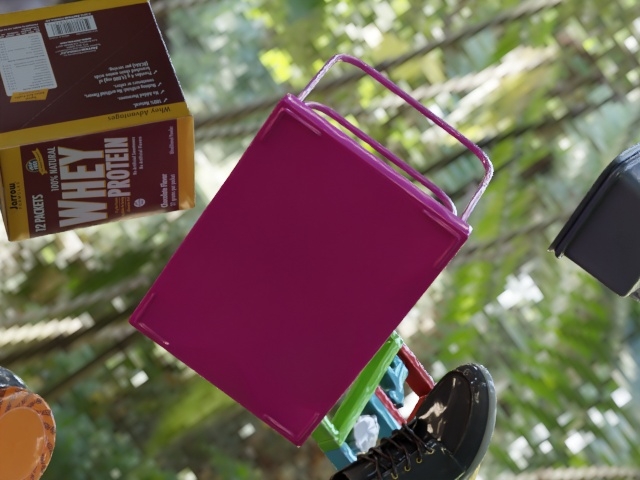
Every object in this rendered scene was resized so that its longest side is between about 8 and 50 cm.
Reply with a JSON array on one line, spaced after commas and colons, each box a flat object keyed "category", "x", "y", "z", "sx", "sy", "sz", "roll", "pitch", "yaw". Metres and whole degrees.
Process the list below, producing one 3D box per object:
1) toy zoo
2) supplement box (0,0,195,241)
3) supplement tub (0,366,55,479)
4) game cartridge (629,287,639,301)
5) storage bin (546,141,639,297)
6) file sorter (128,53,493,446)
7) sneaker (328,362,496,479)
[{"category": "toy zoo", "x": 0.097, "y": 0.240, "z": 2.221, "sx": 0.030, "sy": 0.192, "sz": 0.293, "roll": -20, "pitch": -65, "yaw": 41}, {"category": "supplement box", "x": -0.239, "y": -0.125, "z": 1.860, "sx": 0.129, "sy": 0.191, "sz": 0.194, "roll": 93, "pitch": -19, "yaw": -47}, {"category": "supplement tub", "x": -0.322, "y": 0.151, "z": 1.590, "sx": 0.190, "sy": 0.117, "sz": 0.117, "roll": 12, "pitch": -34, "yaw": 39}, {"category": "game cartridge", "x": 0.555, "y": 0.014, "z": 2.610, "sx": 0.060, "sy": 0.196, "sz": 0.294, "roll": 24, "pitch": -3, "yaw": -24}, {"category": "storage bin", "x": 0.305, "y": -0.015, "z": 1.846, "sx": 0.091, "sy": 0.135, "sz": 0.098, "roll": 43, "pitch": 37, "yaw": 15}, {"category": "file sorter", "x": 0.000, "y": 0.000, "z": 1.765, "sx": 0.202, "sy": 0.290, "sz": 0.182, "roll": 37, "pitch": 31, "yaw": 0}, {"category": "sneaker", "x": 0.093, "y": 0.222, "z": 1.949, "sx": 0.118, "sy": 0.222, "sz": 0.083, "roll": 13, "pitch": 20, "yaw": -39}]
